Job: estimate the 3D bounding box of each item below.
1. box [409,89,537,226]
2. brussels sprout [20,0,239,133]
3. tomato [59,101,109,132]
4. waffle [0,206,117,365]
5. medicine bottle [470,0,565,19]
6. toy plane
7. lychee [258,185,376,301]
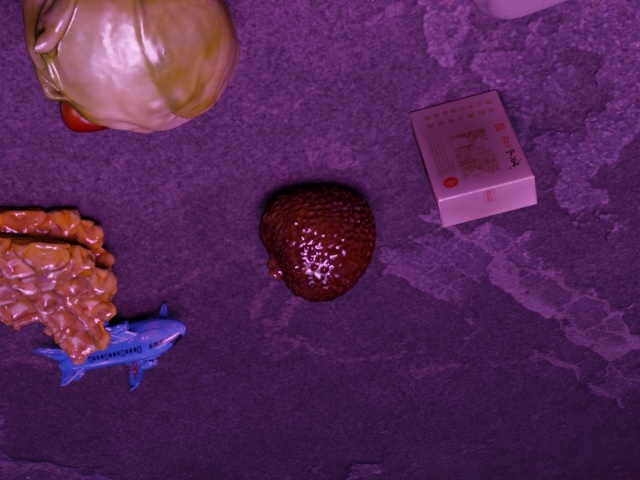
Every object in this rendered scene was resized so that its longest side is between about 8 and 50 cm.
[{"bbox_3d":[0.214,-0.121,1.274,0.141,0.201,0.058,-15,135,3],"label":"box"},{"bbox_3d":[-0.226,-0.250,0.991,0.227,0.259,0.294,-30,135,12],"label":"brussels sprout"},{"bbox_3d":[-0.305,-0.183,1.186,0.087,0.087,0.075,-3,111,-8],"label":"tomato"},{"bbox_3d":[-0.478,0.079,1.370,0.324,0.151,0.261,-4,118,-13],"label":"waffle"},{"bbox_3d":[0.320,-0.411,0.993,0.375,0.123,0.282,-22,137,-1],"label":"medicine bottle"},{"bbox_3d":[-0.357,0.183,1.573,0.271,0.105,0.254,-23,138,12],"label":"toy plane"},{"bbox_3d":[-0.003,0.006,1.389,0.194,0.194,0.194,-6,139,-5],"label":"lychee"}]
